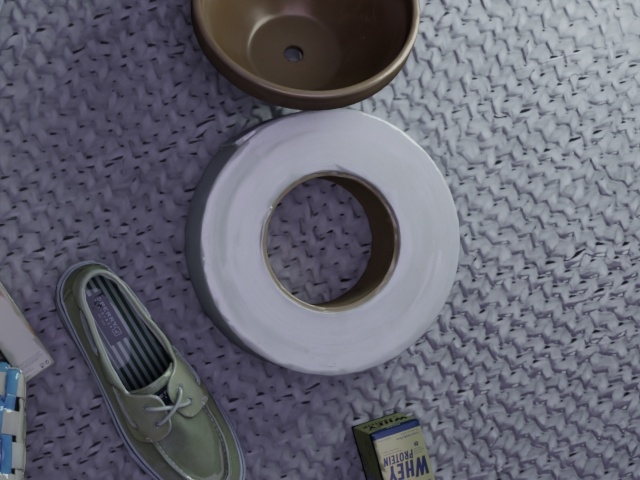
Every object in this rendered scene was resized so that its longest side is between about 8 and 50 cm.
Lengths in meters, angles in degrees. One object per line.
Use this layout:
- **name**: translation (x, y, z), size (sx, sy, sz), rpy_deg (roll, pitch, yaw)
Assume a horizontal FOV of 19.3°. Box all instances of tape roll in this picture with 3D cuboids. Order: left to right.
- **tape roll**: translation (0.000, 0.000, 2.001), size (0.286, 0.100, 0.286), rpy_deg (0, 91, -13)

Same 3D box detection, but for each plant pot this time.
- **plant pot**: translation (-0.020, -0.222, 1.968), size (0.237, 0.110, 0.237), rpy_deg (4, 61, -7)

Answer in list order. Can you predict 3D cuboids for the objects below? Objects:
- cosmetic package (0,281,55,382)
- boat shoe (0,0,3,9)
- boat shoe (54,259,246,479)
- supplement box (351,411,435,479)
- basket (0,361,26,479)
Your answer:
- **cosmetic package**: translation (-0.325, 0.089, 1.943), size (0.041, 0.060, 0.115), rpy_deg (-35, 100, -12)
- **boat shoe**: translation (-0.369, -0.230, 1.917), size (0.076, 0.083, 0.226), rpy_deg (16, 87, -14)
- **boat shoe**: translation (-0.180, 0.156, 1.961), size (0.109, 0.094, 0.302), rpy_deg (-37, 98, -11)
- **supplement box**: translation (0.080, 0.236, 2.031), size (0.056, 0.083, 0.083), rpy_deg (-17, 95, -13)
- **basket**: translation (-0.434, 0.205, 1.840), size (0.289, 0.201, 0.255), rpy_deg (1, 79, -7)
